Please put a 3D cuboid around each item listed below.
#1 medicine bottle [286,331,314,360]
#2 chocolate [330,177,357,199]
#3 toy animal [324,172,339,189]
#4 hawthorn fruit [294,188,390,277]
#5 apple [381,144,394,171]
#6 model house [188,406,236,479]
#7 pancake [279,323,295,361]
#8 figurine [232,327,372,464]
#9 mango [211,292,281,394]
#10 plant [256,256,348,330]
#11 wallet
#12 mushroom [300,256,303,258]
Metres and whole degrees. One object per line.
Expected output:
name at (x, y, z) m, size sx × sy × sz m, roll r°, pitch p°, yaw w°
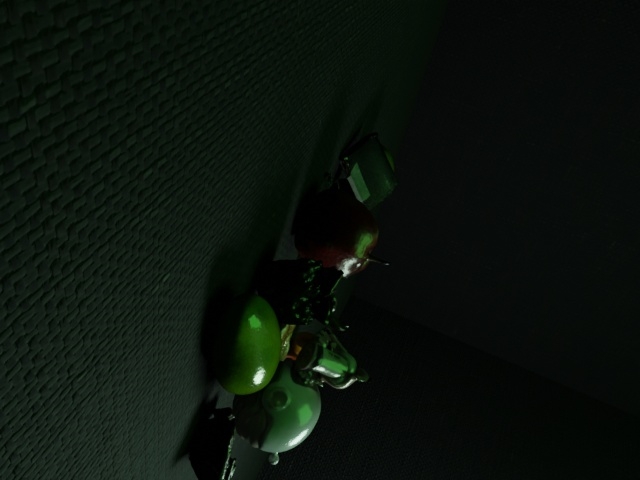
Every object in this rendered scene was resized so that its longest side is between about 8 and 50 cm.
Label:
medicine bottle at (-0.084, 0.503, 2.397) m, size 0.112 × 0.149 × 0.222 m, roll -54°, pitch 163°, yaw -54°
chocolate at (0.081, -0.143, 1.972) m, size 0.080 × 0.125 × 0.148 m, roll -115°, pitch -138°, yaw -80°
toy animal at (0.031, -0.195, 1.786) m, size 0.028 × 0.050 × 0.084 m, roll -45°, pitch 139°, yaw 8°
hawthorn fruit at (0.078, -0.006, 1.670) m, size 0.254 × 0.300 × 0.254 m, roll -61°, pitch 168°, yaw -21°
apple at (0.204, -0.281, 2.182) m, size 0.207 × 0.174 × 0.188 m, roll -81°, pitch -173°, yaw -49°
model house at (-0.272, 0.562, 1.532) m, size 0.203 × 0.141 × 0.164 m, roll -69°, pitch 160°, yaw -6°
pancake at (-0.150, 0.386, 2.081) m, size 0.282 × 0.049 × 0.282 m, roll 19°, pitch 90°, yaw -81°
figurine at (-0.068, 0.400, 1.460) m, size 0.361 × 0.211 × 0.253 m, roll -41°, pitch 160°, yaw 8°
mango at (-0.171, 0.239, 1.295) m, size 0.343 × 0.156 × 0.192 m, roll 94°, pitch 10°, yaw -53°
plant at (-0.048, 0.138, 1.480) m, size 0.178 × 0.234 × 0.204 m, roll -34°, pitch 128°, yaw -69°
wallet at (0.171, -0.241, 1.980) m, size 0.262 × 0.071 × 0.221 m, roll -45°, pitch 117°, yaw -48°
mushroom at (0.012, -0.027, 1.883) m, size 0.118 × 0.103 × 0.270 m, roll -1°, pitch 108°, yaw -63°
